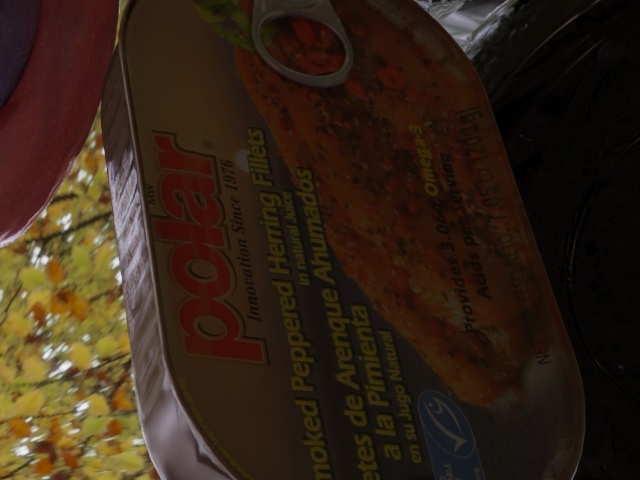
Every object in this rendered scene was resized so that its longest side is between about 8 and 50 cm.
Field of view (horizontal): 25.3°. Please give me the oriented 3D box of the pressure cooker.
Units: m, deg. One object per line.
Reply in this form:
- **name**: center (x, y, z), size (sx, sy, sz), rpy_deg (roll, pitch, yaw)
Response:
- **pressure cooker**: center (0.180, -0.040, 0.967), size (0.370, 0.420, 0.375), rpy_deg (32, -82, -16)

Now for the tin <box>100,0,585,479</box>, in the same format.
- **tin**: center (0.000, 0.000, 0.363), size (0.106, 0.040, 0.189), rpy_deg (7, -129, -26)

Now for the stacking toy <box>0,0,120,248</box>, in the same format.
- **stacking toy**: center (-0.242, -0.093, 0.508), size (0.309, 0.279, 0.130), rpy_deg (45, -154, 19)
